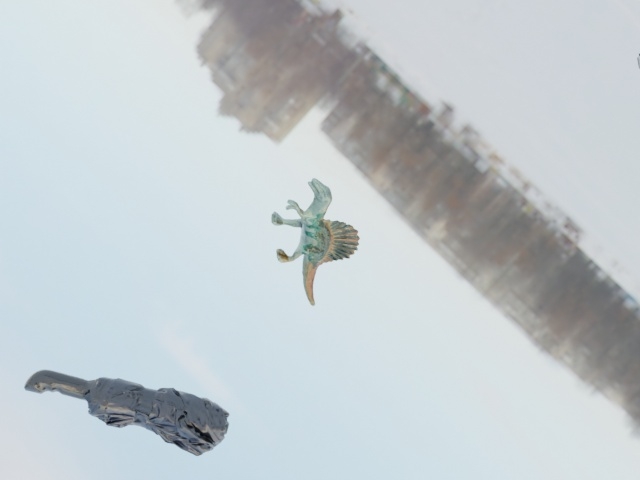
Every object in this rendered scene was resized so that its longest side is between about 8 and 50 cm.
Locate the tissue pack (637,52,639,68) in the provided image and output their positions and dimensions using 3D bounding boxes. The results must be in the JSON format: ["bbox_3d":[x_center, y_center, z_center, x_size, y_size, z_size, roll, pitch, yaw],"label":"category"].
[{"bbox_3d":[0.360,-0.062,0.964,0.225,0.124,0.185,11,-120,-58],"label":"tissue pack"}]

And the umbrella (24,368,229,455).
[{"bbox_3d":[-0.230,0.195,1.460,0.248,0.071,0.071,19,-168,-6],"label":"umbrella"}]

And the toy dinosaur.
[{"bbox_3d":[-0.001,0.003,1.488,0.187,0.106,0.044,66,-153,-25],"label":"toy dinosaur"}]
